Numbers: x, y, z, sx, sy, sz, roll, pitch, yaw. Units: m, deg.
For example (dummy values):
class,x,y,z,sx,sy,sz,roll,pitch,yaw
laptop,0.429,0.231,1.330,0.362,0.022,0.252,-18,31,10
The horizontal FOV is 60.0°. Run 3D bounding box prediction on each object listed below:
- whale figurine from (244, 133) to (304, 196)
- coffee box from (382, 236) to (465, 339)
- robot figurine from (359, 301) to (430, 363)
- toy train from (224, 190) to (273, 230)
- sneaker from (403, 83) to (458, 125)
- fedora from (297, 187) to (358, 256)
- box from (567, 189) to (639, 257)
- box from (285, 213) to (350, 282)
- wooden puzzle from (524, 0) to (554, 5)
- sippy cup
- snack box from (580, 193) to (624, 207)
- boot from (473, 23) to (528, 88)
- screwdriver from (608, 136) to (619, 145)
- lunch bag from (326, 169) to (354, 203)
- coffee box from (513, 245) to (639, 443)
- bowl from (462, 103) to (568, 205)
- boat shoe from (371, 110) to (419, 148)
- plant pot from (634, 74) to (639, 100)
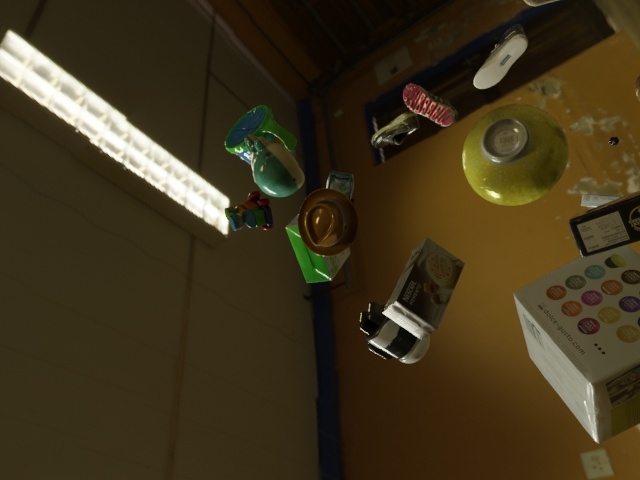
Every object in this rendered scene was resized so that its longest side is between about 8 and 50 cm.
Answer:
class,x,y,z,sx,sy,sz,roll,pitch,yaw
whale figurine,-0.172,-0.240,1.785,0.272,0.141,0.216,41,169,38
coffee box,0.294,0.133,1.572,0.141,0.098,0.246,35,-124,-1
robot figurine,0.283,0.348,2.110,0.278,0.209,0.173,32,-114,-8
toy train,-0.267,-0.106,1.911,0.248,0.143,0.105,38,140,56
sneaker,0.290,-0.352,1.447,0.170,0.063,0.075,40,-149,26
fedora,0.009,-0.046,1.532,0.194,0.194,0.079,64,-157,2
box,0.749,-0.083,1.180,0.318,0.395,0.097,-15,-97,-63
box,0.000,0.000,2.255,0.231,0.127,0.261,-53,-52,-53
wooden puzzle,0.582,-0.696,1.345,0.347,0.322,0.080,-102,-2,-49
sippy cup,-0.226,-0.385,2.238,0.224,0.240,0.305,44,-170,-34
snack box,0.803,-0.103,1.511,0.100,0.141,0.037,1,-82,-31
boot,0.513,-0.524,1.588,0.069,0.190,0.086,28,-135,-20
screwdriver,0.705,-0.236,1.326,0.025,0.024,0.170,29,-158,15
lunch bag,0.062,-0.143,1.802,0.129,0.096,0.151,-74,-6,-76
coffee box,0.780,0.268,1.499,0.338,0.334,0.337,60,-178,-40
bowl,0.515,-0.252,1.510,0.156,0.290,0.289,21,-133,-61
boat shoe,0.252,-0.358,1.879,0.080,0.223,0.073,-11,-103,-35
plant pot,1.181,-0.537,1.744,0.254,0.237,0.237,103,154,-63
